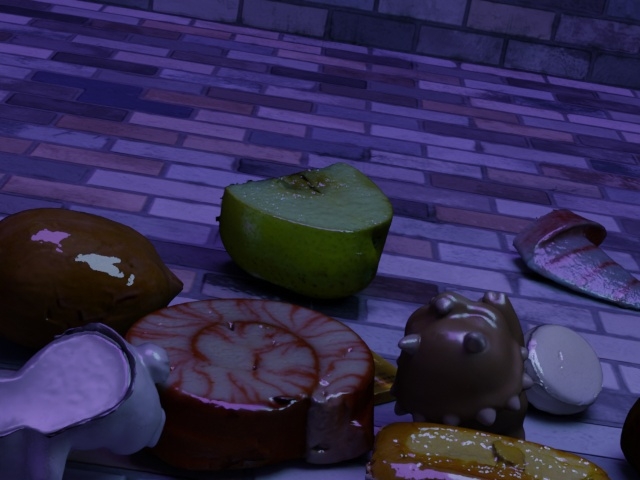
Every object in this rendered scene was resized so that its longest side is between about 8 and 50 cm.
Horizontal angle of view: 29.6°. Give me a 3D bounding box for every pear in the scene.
[{"bbox_3d":[0.000,0.000,1.977,0.293,0.159,0.292,6,25,-3],"label":"pear"}]

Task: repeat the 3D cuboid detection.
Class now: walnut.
[{"bbox_3d":[-0.328,0.059,1.652,0.298,0.203,0.203,5,22,-20],"label":"walnut"}]

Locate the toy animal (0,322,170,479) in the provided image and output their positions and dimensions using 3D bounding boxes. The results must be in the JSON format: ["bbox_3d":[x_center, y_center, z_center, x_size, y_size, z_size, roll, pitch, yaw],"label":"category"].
[{"bbox_3d":[-0.334,0.189,1.348,0.326,0.154,0.208,2,56,-5],"label":"toy animal"}]

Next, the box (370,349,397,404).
[{"bbox_3d":[0.055,0.183,1.726,0.089,0.022,0.156,-6,27,-35],"label":"box"}]

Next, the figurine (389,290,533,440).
[{"bbox_3d":[0.176,0.184,1.515,0.177,0.247,0.173,14,33,14],"label":"figurine"}]

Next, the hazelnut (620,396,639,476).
[{"bbox_3d":[0.481,0.251,1.542,0.178,0.177,0.204,-1,-11,-25],"label":"hazelnut"}]

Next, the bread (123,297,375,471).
[{"bbox_3d":[-0.100,0.179,1.551,0.328,0.114,0.295,-3,26,-25],"label":"bread"}]

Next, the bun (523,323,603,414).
[{"bbox_3d":[0.326,0.192,1.727,0.138,0.094,0.138,15,54,-21],"label":"bun"}]

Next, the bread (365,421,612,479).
[{"bbox_3d":[0.191,0.296,1.387,0.288,0.119,0.152,11,26,4],"label":"bread"}]

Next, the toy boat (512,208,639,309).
[{"bbox_3d":[0.487,0.054,2.165,0.206,0.096,0.282,-18,46,-37],"label":"toy boat"}]
